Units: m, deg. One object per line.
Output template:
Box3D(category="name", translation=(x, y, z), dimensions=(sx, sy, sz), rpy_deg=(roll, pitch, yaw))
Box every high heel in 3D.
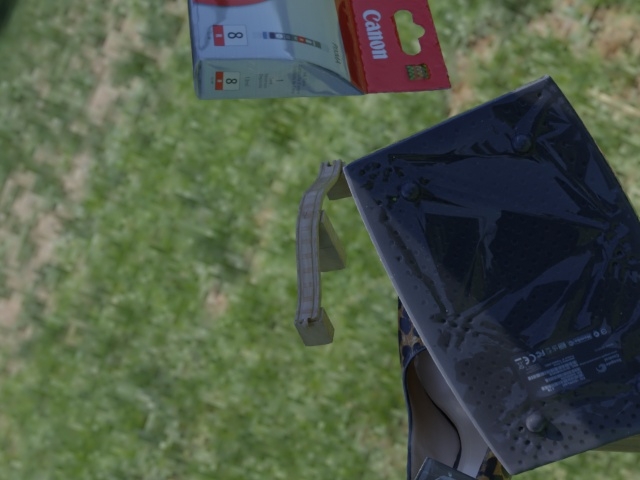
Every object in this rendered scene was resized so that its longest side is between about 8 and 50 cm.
Box3D(category="high heel", translation=(0.080, 0.139, 1.149), dimensions=(0.093, 0.186, 0.261), rpy_deg=(-26, 83, 36))

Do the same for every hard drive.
Box3D(category="hard drive", translation=(0.143, 0.023, 1.072), dimensions=(0.172, 0.255, 0.054), rpy_deg=(-23, 16, 23))

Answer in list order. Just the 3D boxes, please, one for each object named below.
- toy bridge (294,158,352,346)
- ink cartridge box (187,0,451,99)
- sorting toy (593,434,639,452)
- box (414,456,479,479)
Box3D(category="toy bridge", translation=(0.000, 0.000, 1.311), dimensions=(0.026, 0.063, 0.188), rpy_deg=(-9, 44, 18))
Box3D(category="ink cartridge box", translation=(-0.004, -0.160, 1.136), dimensions=(0.145, 0.179, 0.045), rpy_deg=(-99, 6, -46))
Box3D(category="sorting toy", translation=(0.393, 0.093, 1.728), dimensions=(0.041, 0.229, 0.307), rpy_deg=(-121, 41, -63))
Box3D(category="box", translation=(0.087, 0.170, 0.928), dimensions=(0.067, 0.083, 0.018), rpy_deg=(-54, -16, -48))
